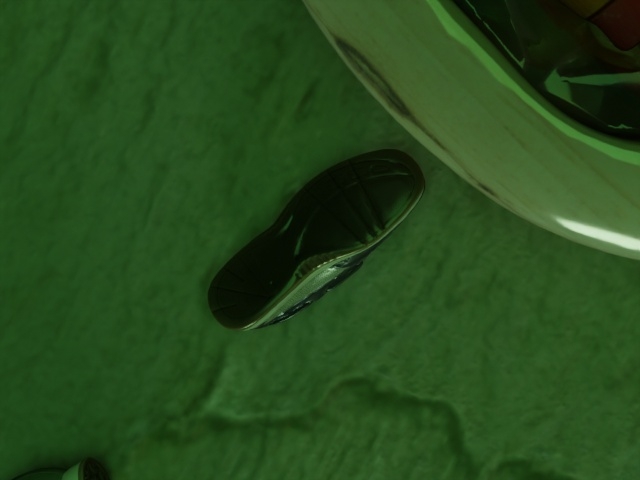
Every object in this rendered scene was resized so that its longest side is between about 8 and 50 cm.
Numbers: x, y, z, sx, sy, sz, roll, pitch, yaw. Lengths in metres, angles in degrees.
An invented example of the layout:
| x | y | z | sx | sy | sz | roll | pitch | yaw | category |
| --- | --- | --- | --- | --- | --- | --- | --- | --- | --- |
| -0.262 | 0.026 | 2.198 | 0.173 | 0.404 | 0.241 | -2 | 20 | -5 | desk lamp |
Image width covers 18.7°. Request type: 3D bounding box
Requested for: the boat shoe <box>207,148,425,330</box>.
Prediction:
| x | y | z | sx | sy | sz | roll | pitch | yaw | category |
| --- | --- | --- | --- | --- | --- | --- | --- | --- | --- |
| 0.000 | 0.000 | 1.165 | 0.152 | 0.049 | 0.056 | -35 | 74 | 10 | boat shoe |

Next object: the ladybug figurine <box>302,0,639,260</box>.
| x | y | z | sx | sy | sz | roll | pitch | yaw | category |
| --- | --- | --- | --- | --- | --- | --- | --- | --- | --- |
| 0.140 | -0.185 | 1.073 | 0.305 | 0.162 | 0.449 | -41 | 95 | 4 | ladybug figurine |

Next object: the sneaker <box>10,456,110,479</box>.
| x | y | z | sx | sy | sz | roll | pitch | yaw | category |
| --- | --- | --- | --- | --- | --- | --- | --- | --- | --- |
| -0.159 | 0.232 | 1.193 | 0.086 | 0.064 | 0.192 | -11 | 94 | 12 | sneaker |
